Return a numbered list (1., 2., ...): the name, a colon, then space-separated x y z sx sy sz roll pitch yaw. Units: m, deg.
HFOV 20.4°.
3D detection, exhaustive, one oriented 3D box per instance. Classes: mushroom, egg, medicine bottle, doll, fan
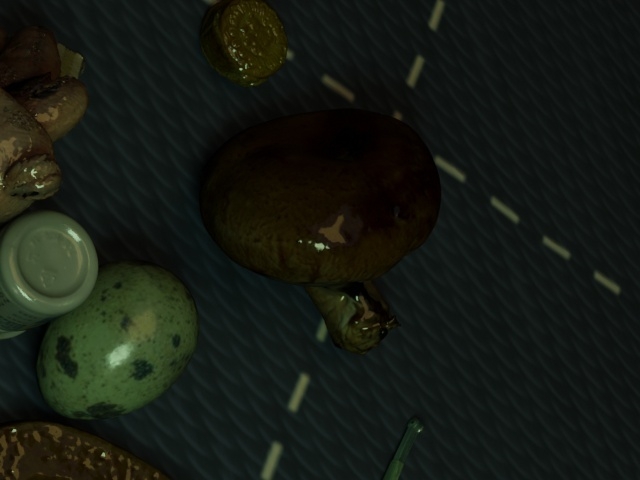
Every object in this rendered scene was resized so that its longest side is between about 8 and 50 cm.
1. mushroom: -0.010 -0.025 1.906 0.267 0.267 0.254 18 102 -29
2. egg: -0.203 0.102 1.766 0.182 0.141 0.141 -46 105 -15
3. medicine bottle: -0.292 0.036 1.705 0.105 0.168 0.105 9 73 -32
4. doll: -0.329 -0.142 1.685 0.303 0.201 0.156 -89 169 -48
5. fan: 0.074 0.277 1.969 0.016 0.038 0.193 48 54 -29

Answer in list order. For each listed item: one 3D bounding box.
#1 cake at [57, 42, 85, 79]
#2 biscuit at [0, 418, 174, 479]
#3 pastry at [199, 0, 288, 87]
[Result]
1. cake: -0.287 -0.160 1.847 0.052 0.065 0.121 38 37 -20
2. biscuit: -0.241 0.350 1.722 0.367 0.063 0.314 35 63 -22
3. pastry: -0.084 -0.223 1.980 0.097 0.057 0.109 18 69 -31
